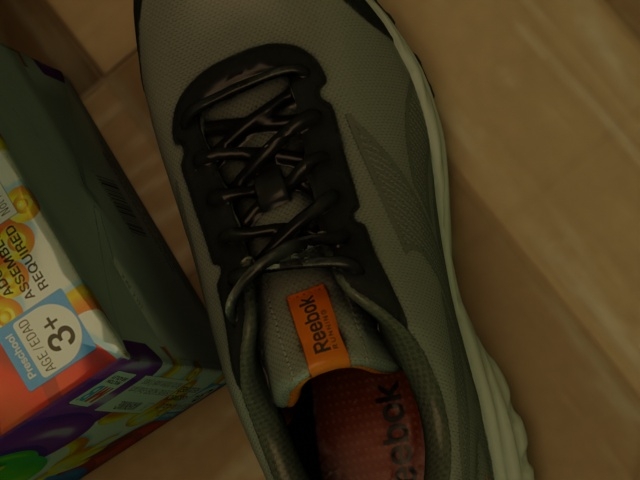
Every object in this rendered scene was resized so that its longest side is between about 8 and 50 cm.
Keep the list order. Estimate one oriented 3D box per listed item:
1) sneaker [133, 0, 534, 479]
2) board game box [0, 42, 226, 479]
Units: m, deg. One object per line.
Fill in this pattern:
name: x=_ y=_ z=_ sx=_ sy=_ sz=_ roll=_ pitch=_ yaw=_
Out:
sneaker: x=0.000 y=0.000 z=0.679 sx=0.100 sy=0.108 sz=0.271 roll=-23 pitch=79 yaw=12
board game box: x=-0.193 y=0.060 z=0.700 sx=0.275 sy=0.142 sz=0.144 roll=-34 pitch=78 yaw=8
